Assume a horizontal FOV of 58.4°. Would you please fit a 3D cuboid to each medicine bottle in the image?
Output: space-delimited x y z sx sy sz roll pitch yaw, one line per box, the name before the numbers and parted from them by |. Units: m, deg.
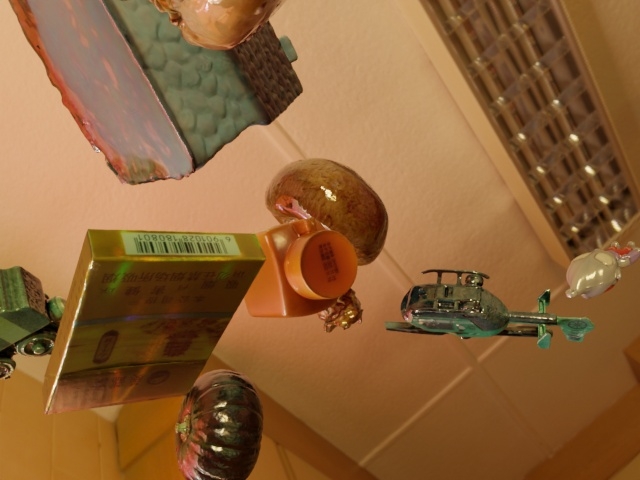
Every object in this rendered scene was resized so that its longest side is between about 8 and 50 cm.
medicine bottle | -0.043 0.046 0.928 0.112 0.222 0.149 -13 -89 -32

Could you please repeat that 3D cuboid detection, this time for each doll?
doll | 0.527 0.057 1.087 0.227 0.102 0.075 -25 -77 -32

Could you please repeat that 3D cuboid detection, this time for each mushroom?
mushroom | 0.006 -0.006 1.357 0.334 0.331 0.356 25 -82 8

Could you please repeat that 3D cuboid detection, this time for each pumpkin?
pumpkin | -0.177 0.321 0.976 0.140 0.202 0.202 18 -73 -26

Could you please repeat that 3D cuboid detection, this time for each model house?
model house | -0.216 -0.321 0.879 0.339 0.297 0.360 -40 -67 -30

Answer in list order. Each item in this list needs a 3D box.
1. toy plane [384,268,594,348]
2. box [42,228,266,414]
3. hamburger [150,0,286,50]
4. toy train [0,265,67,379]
toy plane | 0.185 0.086 0.653 0.235 0.060 0.096 2 -43 18
box | -0.134 0.067 0.440 0.121 0.030 0.193 2 -44 -35
hamburger | -0.051 -0.262 0.410 0.146 0.286 0.243 30 -100 -11
toy train | -0.734 0.192 1.292 0.299 0.167 0.238 -30 -33 -5
